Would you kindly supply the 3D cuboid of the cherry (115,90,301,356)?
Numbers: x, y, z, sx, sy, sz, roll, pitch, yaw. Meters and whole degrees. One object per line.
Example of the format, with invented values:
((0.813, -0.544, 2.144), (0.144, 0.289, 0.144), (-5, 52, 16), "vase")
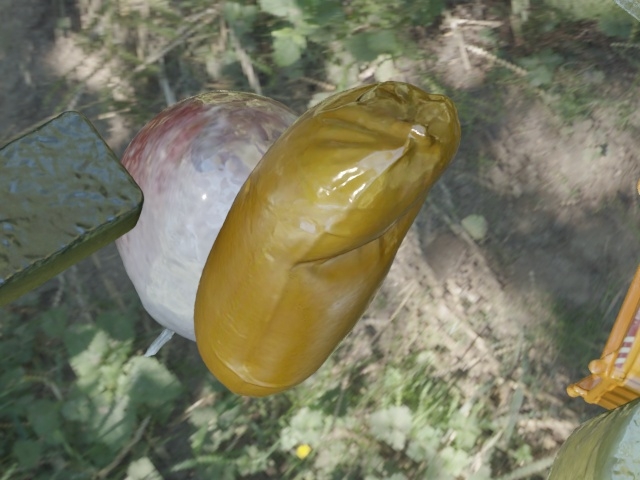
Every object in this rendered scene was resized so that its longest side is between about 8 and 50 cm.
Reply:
((-0.091, -0.016, 1.459), (0.326, 0.291, 0.335), (59, 156, -11), "cherry")

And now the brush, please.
((-0.268, -0.029, 1.137), (0.123, 0.197, 0.059), (51, 149, 9), "brush")

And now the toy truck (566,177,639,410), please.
((0.288, 0.007, 0.925), (0.135, 0.114, 0.270), (25, 75, 8), "toy truck")

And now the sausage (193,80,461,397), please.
((-0.003, -0.004, 0.801), (0.116, 0.134, 0.354), (55, 152, 14), "sausage")

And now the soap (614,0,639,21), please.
((0.470, -0.277, 1.397), (0.281, 0.259, 0.143), (41, 137, -4), "soap")

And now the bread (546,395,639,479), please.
((0.188, 0.170, 0.813), (0.060, 0.178, 0.139), (20, 72, 2), "bread")
